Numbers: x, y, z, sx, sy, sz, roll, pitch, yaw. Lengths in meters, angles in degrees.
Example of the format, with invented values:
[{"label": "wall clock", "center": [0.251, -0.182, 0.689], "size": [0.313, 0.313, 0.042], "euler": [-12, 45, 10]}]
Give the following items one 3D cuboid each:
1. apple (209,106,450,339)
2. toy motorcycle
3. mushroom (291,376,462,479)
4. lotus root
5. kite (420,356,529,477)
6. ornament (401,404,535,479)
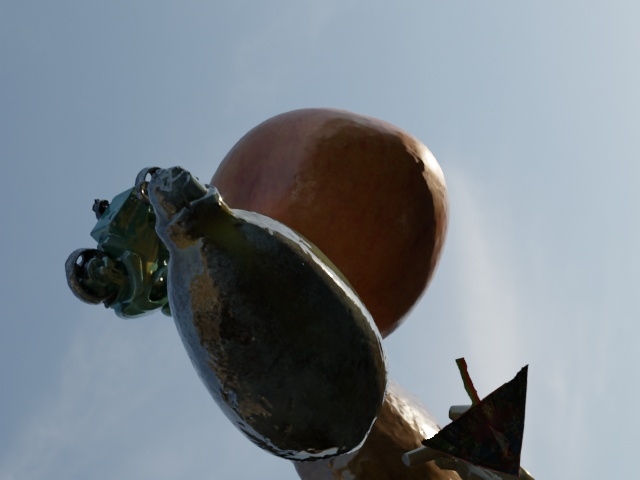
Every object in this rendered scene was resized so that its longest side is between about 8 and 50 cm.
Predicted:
[{"label": "apple", "center": [0.000, 0.000, 1.249], "size": [0.299, 0.299, 0.275], "euler": [49, -135, -47]}, {"label": "toy motorcycle", "center": [-0.256, 0.016, 1.585], "size": [0.198, 0.109, 0.296], "euler": [49, -140, -25]}, {"label": "mushroom", "center": [0.081, 0.365, 1.801], "size": [0.224, 0.397, 0.314], "euler": [-41, -68, 6]}, {"label": "lotus root", "center": [-0.045, 0.071, 0.910], "size": [0.158, 0.140, 0.322], "euler": [-32, -53, 1]}, {"label": "kite", "center": [0.198, 0.212, 1.259], "size": [0.190, 0.010, 0.159], "euler": [-30, -91, -31]}, {"label": "ornament", "center": [0.246, 0.348, 1.684], "size": [0.244, 0.230, 0.061], "euler": [-13, -54, -36]}]
